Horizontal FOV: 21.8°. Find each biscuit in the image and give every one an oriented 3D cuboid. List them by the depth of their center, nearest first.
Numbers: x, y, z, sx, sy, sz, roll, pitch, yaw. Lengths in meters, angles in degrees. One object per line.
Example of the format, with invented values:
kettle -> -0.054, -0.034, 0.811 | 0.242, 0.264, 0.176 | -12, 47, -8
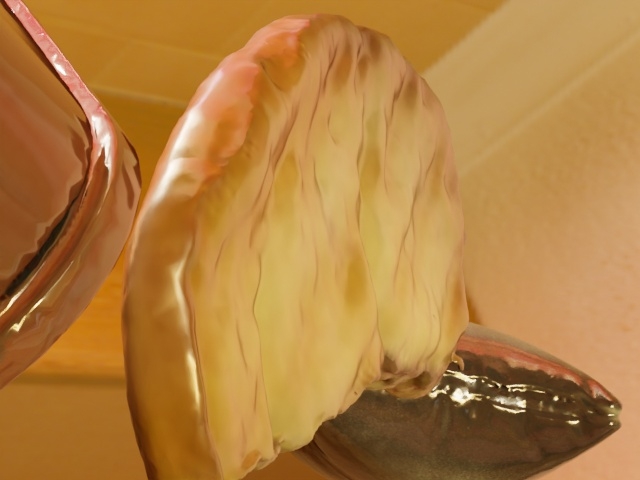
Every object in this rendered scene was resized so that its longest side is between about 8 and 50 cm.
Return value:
biscuit -> -0.001, -0.004, 0.596 | 0.045, 0.299, 0.154 | -5, -89, 19

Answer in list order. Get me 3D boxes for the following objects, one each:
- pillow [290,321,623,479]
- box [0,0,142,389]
pillow -> 0.058, 0.106, 0.993 | 0.250, 0.186, 0.106 | 113, -13, -76
box -> -0.255, -0.018, 0.344 | 0.339, 0.229, 0.239 | -39, -145, -2
